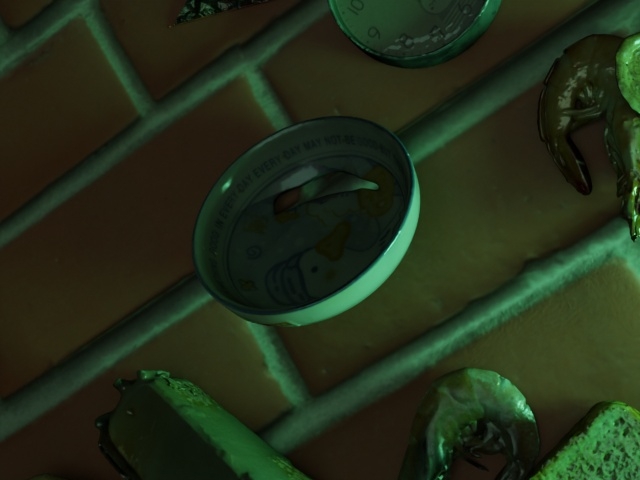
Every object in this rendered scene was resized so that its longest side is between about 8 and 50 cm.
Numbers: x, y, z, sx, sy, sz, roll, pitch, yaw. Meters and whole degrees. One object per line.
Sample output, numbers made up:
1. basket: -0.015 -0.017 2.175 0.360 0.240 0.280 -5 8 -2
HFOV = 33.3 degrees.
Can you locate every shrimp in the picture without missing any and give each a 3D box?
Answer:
1. shrimp: 0.305 -0.109 1.158 0.133 0.053 0.236 -12 80 16
2. shrimp: 0.155 0.268 1.212 0.143 0.052 0.251 23 98 13

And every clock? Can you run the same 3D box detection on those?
1. clock: 0.107 -0.310 1.245 0.215 0.042 0.215 0 89 21

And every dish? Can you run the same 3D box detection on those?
1. dish: 0.000 0.000 1.238 0.273 0.134 0.273 -14 50 18

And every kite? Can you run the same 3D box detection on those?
1. kite: -0.109 -0.350 1.346 0.189 0.009 0.232 35 101 18

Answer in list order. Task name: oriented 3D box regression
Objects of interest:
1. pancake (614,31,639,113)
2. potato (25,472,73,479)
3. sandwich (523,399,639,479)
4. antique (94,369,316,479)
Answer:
1. pancake: 0.359 -0.171 1.129 0.115 0.011 0.115 3 76 -13
2. potato: -0.303 0.391 1.345 0.161 0.128 0.235 -32 73 13
3. sandwich: 0.330 0.292 1.132 0.214 0.065 0.186 44 103 13
4. antique: -0.147 0.270 1.294 0.284 0.150 0.125 36 97 26
